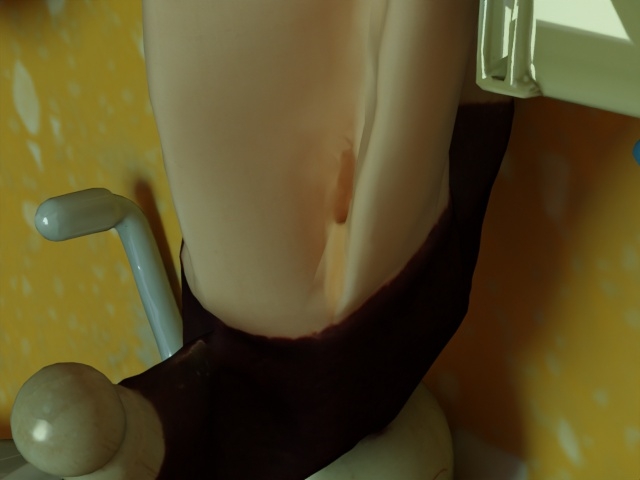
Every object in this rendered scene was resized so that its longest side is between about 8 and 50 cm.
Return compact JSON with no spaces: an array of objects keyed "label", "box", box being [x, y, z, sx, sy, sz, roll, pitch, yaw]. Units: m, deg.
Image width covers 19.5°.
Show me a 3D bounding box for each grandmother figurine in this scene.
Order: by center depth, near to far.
[{"label":"grandmother figurine","box":[0.000,0.000,0.506,0.104,0.208,0.342,40,152,30]}]

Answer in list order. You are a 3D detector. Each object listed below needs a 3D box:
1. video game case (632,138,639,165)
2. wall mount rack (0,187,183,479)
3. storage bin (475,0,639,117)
[{"label":"video game case","box":[0.157,-0.022,0.448,0.119,0.015,0.166,57,139,15]},{"label":"wall mount rack","box":[-0.228,0.079,0.705,0.350,0.304,0.130,-8,105,50]},{"label":"storage bin","box":[0.166,-0.129,0.296,0.262,0.123,0.260,18,112,44]}]
